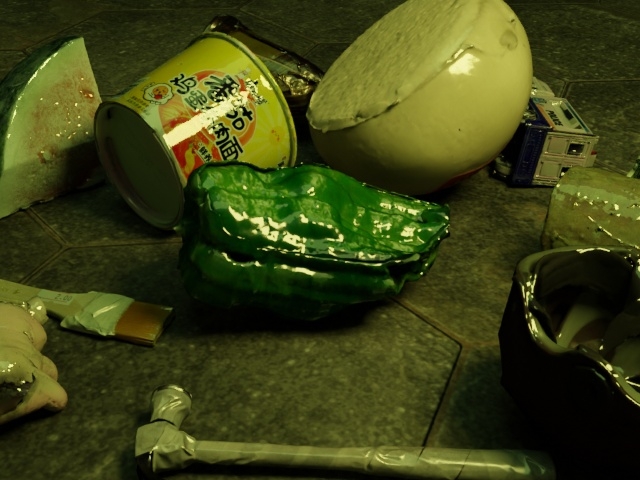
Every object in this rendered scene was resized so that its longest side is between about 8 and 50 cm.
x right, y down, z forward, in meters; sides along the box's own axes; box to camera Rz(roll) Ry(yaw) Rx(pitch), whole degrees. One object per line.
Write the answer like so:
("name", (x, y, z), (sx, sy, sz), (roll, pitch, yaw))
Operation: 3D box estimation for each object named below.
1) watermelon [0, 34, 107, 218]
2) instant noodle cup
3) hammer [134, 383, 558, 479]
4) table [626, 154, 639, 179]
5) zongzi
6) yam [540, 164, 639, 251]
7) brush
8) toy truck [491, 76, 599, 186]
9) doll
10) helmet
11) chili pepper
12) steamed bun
("watermelon", (-0.416, -0.184, 1.366), (0.213, 0.290, 0.320), (27, 13, -16))
("instant noodle cup", (-0.191, -0.149, 1.276), (0.264, 0.265, 0.200), (26, 47, 34))
("hammer", (0.025, 0.213, 0.875), (0.426, 0.044, 0.152), (2, 32, -2))
("table", (0.549, -0.055, 1.253), (0.198, 0.167, 0.166), (29, 39, 25))
("zongzi", (-0.172, -0.247, 1.562), (0.317, 0.154, 0.289), (-40, 52, -22))
("yam", (0.438, 0.001, 1.142), (0.267, 0.161, 0.161), (16, 34, 22))
("brush", (-0.351, 0.076, 1.096), (0.336, 0.020, 0.085), (9, 32, 12))
("toy truck", (0.366, -0.202, 1.508), (0.155, 0.124, 0.268), (6, 33, -8))
("doll", (-0.358, 0.129, 0.939), (0.149, 0.095, 0.192), (-16, 38, -24))
("helmet", (0.303, 0.143, 0.880), (0.224, 0.177, 0.305), (-6, 37, -29))
("chili pepper", (-0.002, 0.011, 1.103), (0.384, 0.168, 0.213), (3, 44, -22))
("steamed bun", (0.169, -0.216, 1.362), (0.374, 0.241, 0.374), (-31, 30, 20))
